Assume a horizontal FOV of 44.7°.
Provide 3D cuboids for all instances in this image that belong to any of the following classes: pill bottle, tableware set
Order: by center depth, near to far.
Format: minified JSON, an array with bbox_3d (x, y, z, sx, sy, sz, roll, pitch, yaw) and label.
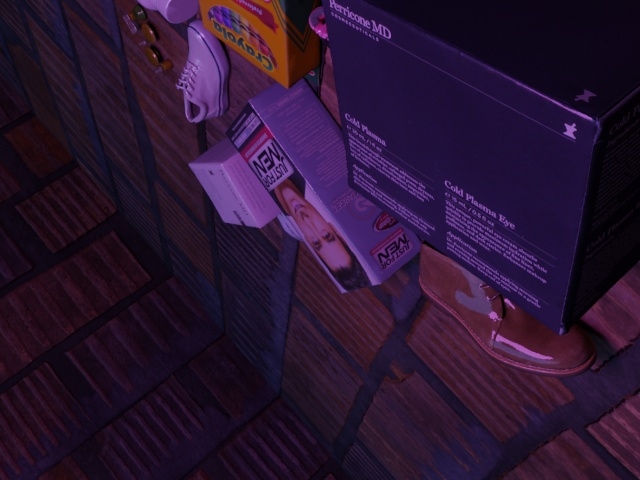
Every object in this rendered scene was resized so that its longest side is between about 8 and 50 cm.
[{"bbox_3d":[-0.301,-0.487,1.369,0.216,0.121,0.121,47,159,14],"label":"pill bottle"},{"bbox_3d":[-0.380,-0.449,1.739,0.104,0.024,0.154,4,127,59],"label":"tableware set"}]

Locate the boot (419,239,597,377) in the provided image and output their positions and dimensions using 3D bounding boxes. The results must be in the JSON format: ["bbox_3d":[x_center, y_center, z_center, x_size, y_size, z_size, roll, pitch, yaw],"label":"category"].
[{"bbox_3d":[0.256,0.087,1.124,0.305,0.112,0.115,33,151,37],"label":"boot"}]

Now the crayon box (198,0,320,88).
[{"bbox_3d":[-0.095,-0.367,1.161,0.202,0.081,0.318,38,157,21],"label":"crayon box"}]

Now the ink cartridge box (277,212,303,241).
[{"bbox_3d":[0.000,0.000,1.614,0.189,0.066,0.232,11,130,60],"label":"ink cartridge box"}]

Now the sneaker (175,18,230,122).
[{"bbox_3d":[-0.237,-0.321,1.541,0.094,0.091,0.258,44,158,23],"label":"sneaker"}]

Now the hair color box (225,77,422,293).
[{"bbox_3d":[0.001,-0.093,1.377,0.374,0.114,0.185,53,159,-4],"label":"hair color box"}]

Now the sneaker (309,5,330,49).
[{"bbox_3d":[0.031,-0.282,1.124,0.119,0.047,0.057,53,179,5],"label":"sneaker"}]

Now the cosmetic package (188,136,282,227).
[{"bbox_3d":[-0.137,-0.131,1.550,0.151,0.151,0.184,59,158,-20],"label":"cosmetic package"}]

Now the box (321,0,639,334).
[{"bbox_3d":[0.189,-0.129,0.832,0.343,0.179,0.312,39,157,32],"label":"box"}]
